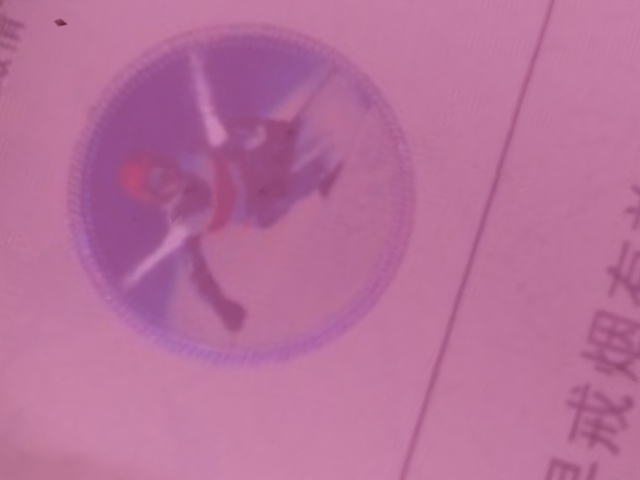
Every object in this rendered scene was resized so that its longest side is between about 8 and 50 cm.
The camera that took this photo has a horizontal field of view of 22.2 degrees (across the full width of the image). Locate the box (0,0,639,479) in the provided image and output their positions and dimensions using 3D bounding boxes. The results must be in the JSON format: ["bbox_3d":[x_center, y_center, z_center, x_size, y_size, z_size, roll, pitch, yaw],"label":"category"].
[{"bbox_3d":[0.000,0.000,0.370,0.256,0.069,0.164,18,82,4],"label":"box"}]
